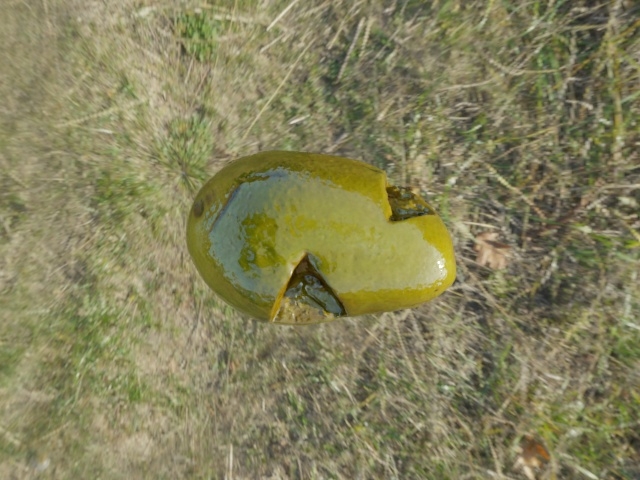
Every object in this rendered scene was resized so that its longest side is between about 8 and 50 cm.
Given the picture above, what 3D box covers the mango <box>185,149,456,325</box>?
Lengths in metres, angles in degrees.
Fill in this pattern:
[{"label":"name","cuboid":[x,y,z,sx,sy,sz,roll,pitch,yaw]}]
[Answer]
[{"label":"mango","cuboid":[0.000,0.000,0.901,0.262,0.130,0.167,1,86,8]}]
